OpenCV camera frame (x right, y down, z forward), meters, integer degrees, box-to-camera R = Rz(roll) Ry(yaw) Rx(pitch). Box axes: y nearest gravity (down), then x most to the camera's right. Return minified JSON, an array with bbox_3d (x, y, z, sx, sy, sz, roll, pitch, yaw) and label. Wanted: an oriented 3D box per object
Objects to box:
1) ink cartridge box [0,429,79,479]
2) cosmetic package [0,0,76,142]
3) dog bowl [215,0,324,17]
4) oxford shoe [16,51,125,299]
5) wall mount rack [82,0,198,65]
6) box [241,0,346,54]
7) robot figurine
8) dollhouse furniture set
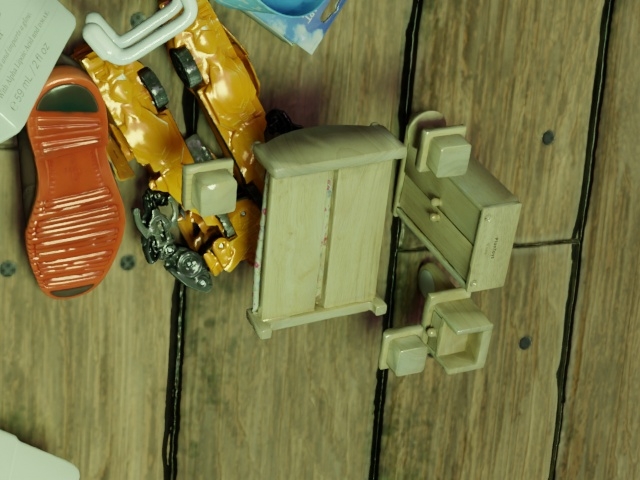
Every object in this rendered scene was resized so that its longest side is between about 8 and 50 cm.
[{"bbox_3d":[-0.415,0.252,1.416,0.353,0.119,0.207,29,49,-29],"label":"ink cartridge box"},{"bbox_3d":[-0.345,-0.179,1.325,0.184,0.151,0.151,44,44,-30],"label":"cosmetic package"},{"bbox_3d":[-0.039,-0.341,1.432,0.166,0.074,0.297,43,56,-41],"label":"dog bowl"},{"bbox_3d":[-0.247,-0.065,1.477,0.097,0.098,0.271,-9,128,-21],"label":"oxford shoe"},{"bbox_3d":[-0.221,-0.303,1.295,0.130,0.350,0.304,-31,104,-1],"label":"wall mount rack"},{"bbox_3d":[-0.054,-0.279,1.528,0.178,0.042,0.109,33,90,-30],"label":"box"},{"bbox_3d":[-0.120,-0.095,1.529,0.211,0.085,0.291,-32,116,-14],"label":"robot figurine"},{"bbox_3d":[0.000,0.000,1.552,0.356,0.174,0.303,-9,126,-24],"label":"dollhouse furniture set"}]
